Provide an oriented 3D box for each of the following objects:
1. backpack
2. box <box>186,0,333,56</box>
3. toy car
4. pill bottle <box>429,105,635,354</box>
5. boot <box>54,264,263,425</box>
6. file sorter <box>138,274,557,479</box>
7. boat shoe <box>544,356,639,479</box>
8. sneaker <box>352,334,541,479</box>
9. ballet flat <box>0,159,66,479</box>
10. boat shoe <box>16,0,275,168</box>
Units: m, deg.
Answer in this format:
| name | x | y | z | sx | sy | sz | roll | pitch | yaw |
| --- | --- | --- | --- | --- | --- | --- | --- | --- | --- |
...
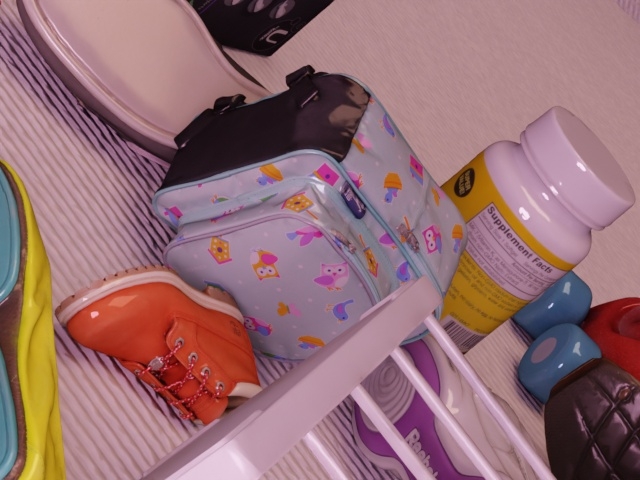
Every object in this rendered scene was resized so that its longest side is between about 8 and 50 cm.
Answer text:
| name | x | y | z | sx | sy | sz | roll | pitch | yaw |
| --- | --- | --- | --- | --- | --- | --- | --- | --- | --- |
| backpack | 0.000 | 0.000 | 1.044 | 0.188 | 0.166 | 0.144 | 43 | 46 | -35 |
| box | -0.100 | -0.274 | 1.329 | 0.165 | 0.143 | 0.270 | 59 | 23 | 18 |
| toy car | 0.334 | 0.090 | 1.427 | 0.219 | 0.238 | 0.210 | 42 | 23 | -17 |
| pill bottle | 0.139 | -0.004 | 1.254 | 0.119 | 0.208 | 0.119 | 40 | 23 | -21 |
| boot | -0.087 | 0.066 | 0.925 | 0.158 | 0.059 | 0.085 | 18 | 42 | -54 |
| file sorter | -0.010 | 0.164 | 0.733 | 0.173 | 0.193 | 0.277 | 53 | 22 | 2 |
| boat shoe | 0.297 | 0.241 | 1.298 | 0.324 | 0.122 | 0.120 | 57 | 16 | -1 |
| sneaker | 0.117 | 0.188 | 1.026 | 0.152 | 0.114 | 0.305 | 34 | 27 | -31 |
| ballet flat | -0.163 | 0.058 | 0.790 | 0.077 | 0.077 | 0.231 | 57 | 13 | -46 |
| boat shoe | -0.093 | -0.091 | 1.148 | 0.335 | 0.095 | 0.112 | 32 | 63 | -28 |
